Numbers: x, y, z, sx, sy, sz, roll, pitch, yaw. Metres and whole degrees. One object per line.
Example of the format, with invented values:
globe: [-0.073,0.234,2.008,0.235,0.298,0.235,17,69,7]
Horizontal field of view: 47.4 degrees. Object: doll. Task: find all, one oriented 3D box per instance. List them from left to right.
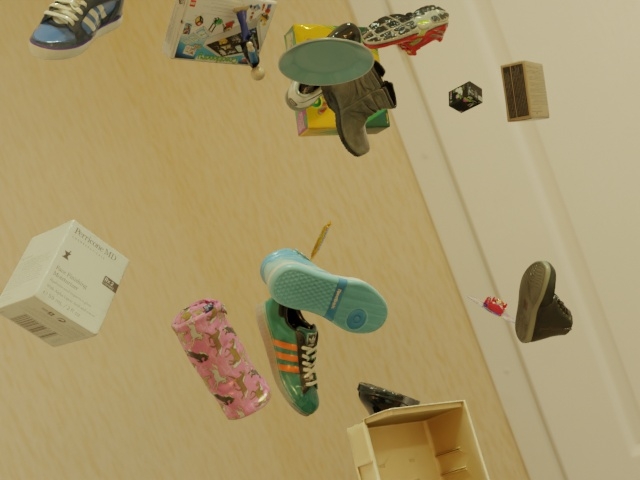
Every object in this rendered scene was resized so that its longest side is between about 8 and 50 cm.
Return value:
doll: [-0.185,-0.507,1.885,0.046,0.189,0.129,-15,14,-7]

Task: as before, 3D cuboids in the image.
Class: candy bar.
candy bar: [0.000,0.000,2.313,0.040,0.018,0.161,-45,-14,-47]

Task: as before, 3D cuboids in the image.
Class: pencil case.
pencil case: [-0.302,0.368,2.260,0.167,0.386,0.160,-23,14,17]

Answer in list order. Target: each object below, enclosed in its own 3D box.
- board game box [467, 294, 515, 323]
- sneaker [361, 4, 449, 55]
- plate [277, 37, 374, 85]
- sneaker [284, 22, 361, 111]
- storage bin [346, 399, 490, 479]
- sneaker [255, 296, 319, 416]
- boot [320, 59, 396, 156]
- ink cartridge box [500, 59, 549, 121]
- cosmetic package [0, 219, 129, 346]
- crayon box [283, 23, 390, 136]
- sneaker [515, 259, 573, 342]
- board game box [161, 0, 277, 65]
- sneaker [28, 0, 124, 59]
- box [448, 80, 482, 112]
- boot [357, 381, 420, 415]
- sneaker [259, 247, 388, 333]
board game box: [0.508,0.187,2.112,0.133,0.033,0.169,21,10,-28]
sneaker: [0.247,-0.575,2.072,0.279,0.107,0.118,-19,-40,-18]
plate: [0.010,-0.352,1.415,0.188,0.024,0.188,-2,-13,0]
sneaker: [0.025,-0.538,2.228,0.330,0.122,0.146,-54,7,-7]
storage bin: [0.203,0.467,1.438,0.260,0.262,0.123,7,-29,-43]
sneaker: [-0.055,0.271,1.767,0.121,0.302,0.108,-26,-10,24]
boot: [0.115,-0.314,1.785,0.161,0.246,0.083,-6,41,28]
ink cartridge box: [0.691,-0.500,2.457,0.088,0.193,0.235,-5,6,32]
cosmetic package: [-0.505,0.087,1.435,0.151,0.151,0.183,-17,45,36]
crayon box: [0.056,-0.547,2.498,0.313,0.363,0.106,-6,-7,-27]
sneaker: [0.518,0.132,1.648,0.118,0.222,0.083,-6,38,-12]
board game box: [-0.264,-0.569,1.937,0.305,0.053,0.193,-10,-49,-49]
sneaker: [-0.592,-0.600,1.766,0.323,0.130,0.236,-53,-18,-46]
box: [0.435,-0.430,2.189,0.062,0.052,0.083,21,-28,-36]
boot: [0.139,0.449,1.695,0.094,0.207,0.246,12,-12,35]
sneaker: [0.000,0.106,1.731,0.127,0.319,0.208,-62,26,5]
